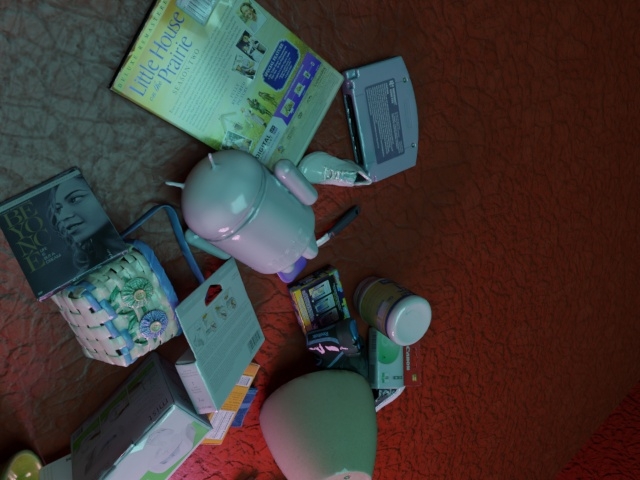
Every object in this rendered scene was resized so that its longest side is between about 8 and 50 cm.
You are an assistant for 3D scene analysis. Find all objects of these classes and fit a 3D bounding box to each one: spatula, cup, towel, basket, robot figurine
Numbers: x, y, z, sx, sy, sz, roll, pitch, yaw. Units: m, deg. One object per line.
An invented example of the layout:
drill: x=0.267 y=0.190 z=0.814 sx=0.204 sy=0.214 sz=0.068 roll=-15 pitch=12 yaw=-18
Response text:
spatula: x=0.000 y=0.000 z=1.213 sx=0.296 sy=0.030 sz=0.084 roll=-38 pitch=122 yaw=-16
cup: x=0.017 y=0.541 z=1.210 sx=0.331 sy=0.237 sz=0.331 roll=-9 pitch=128 yaw=-11
towel: x=-0.217 y=0.442 z=1.221 sx=0.067 sy=0.029 sz=0.119 roll=25 pitch=92 yaw=-47
basket: x=-0.364 y=0.098 z=0.939 sx=0.289 sy=0.201 sz=0.255 roll=-54 pitch=134 yaw=-48
robot figurine: x=-0.150 y=-0.059 z=0.984 sx=0.300 sy=0.200 sz=0.353 roll=-35 pitch=135 yaw=19

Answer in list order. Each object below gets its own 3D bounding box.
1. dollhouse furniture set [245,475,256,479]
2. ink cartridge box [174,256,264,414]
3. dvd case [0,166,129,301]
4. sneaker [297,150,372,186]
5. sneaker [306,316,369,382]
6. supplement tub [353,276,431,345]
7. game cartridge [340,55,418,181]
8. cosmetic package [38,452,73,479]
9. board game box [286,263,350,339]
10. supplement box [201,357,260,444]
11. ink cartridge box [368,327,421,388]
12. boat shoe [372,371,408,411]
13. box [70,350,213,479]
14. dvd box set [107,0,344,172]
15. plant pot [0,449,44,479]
dollhouse furniture set: x=-0.148 y=0.750 z=1.327 sx=0.182 sy=0.101 sz=0.161 roll=-25 pitch=117 yaw=-22
ink cartridge box: x=-0.231 y=0.197 z=1.016 sx=0.060 sy=0.275 sz=0.239 roll=-13 pitch=106 yaw=19
dvd case: x=-0.472 y=-0.020 z=0.828 sx=0.164 sy=0.221 sz=0.018 roll=-33 pitch=158 yaw=-18
sneaker: x=0.041 y=-0.165 z=1.120 sx=0.212 sy=0.094 sz=0.080 roll=-6 pitch=122 yaw=-42
sneaker: x=0.058 y=0.321 z=1.295 sx=0.139 sy=0.125 sz=0.341 roll=-12 pitch=139 yaw=8
supplement tub: x=0.197 y=0.192 z=1.293 sx=0.144 sy=0.199 sz=0.144 roll=-11 pitch=112 yaw=-29
game cartridge: x=0.165 y=-0.315 z=1.198 sx=0.196 sy=0.060 sz=0.294 roll=-22 pitch=116 yaw=-20
cosmetic package: x=-0.538 y=0.597 z=1.012 sx=0.085 sy=0.117 sz=0.231 roll=-21 pitch=123 yaw=-25
board game box: x=-0.003 y=0.171 z=1.258 sx=0.141 sy=0.048 sz=0.170 roll=-25 pitch=118 yaw=-20
supplement box: x=-0.247 y=0.395 z=1.166 sx=0.080 sy=0.078 sz=0.233 roll=28 pitch=91 yaw=-38
ink cartridge box: x=0.248 y=0.367 z=1.430 sx=0.224 sy=0.056 sz=0.181 roll=10 pitch=74 yaw=-31
boat shoe: x=0.180 y=0.478 z=1.458 sx=0.228 sy=0.080 sz=0.076 roll=-36 pitch=123 yaw=-8
box: x=-0.394 y=0.415 z=0.990 sx=0.262 sy=0.231 sz=0.127 roll=-47 pitch=123 yaw=-11
dvd box set: x=-0.177 y=-0.337 z=0.976 sx=0.420 sy=0.062 sz=0.308 roll=27 pitch=91 yaw=-35
plant pot: x=-0.689 y=0.583 z=0.872 sx=0.254 sy=0.276 sz=0.276 roll=-13 pitch=112 yaw=-15
